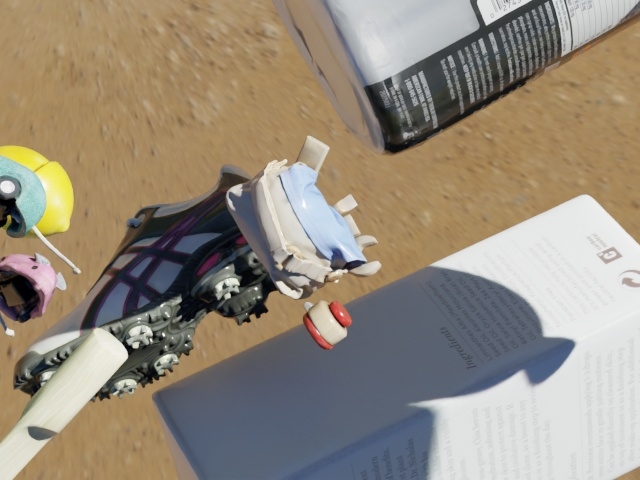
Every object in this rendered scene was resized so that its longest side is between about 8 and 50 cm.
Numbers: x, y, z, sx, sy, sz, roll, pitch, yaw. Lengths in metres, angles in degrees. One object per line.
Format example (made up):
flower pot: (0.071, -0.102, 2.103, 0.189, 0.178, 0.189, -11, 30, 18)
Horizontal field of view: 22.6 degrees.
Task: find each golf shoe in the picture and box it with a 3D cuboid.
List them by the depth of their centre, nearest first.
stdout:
golf shoe: (-0.147, 0.044, 1.371, 0.273, 0.105, 0.120, -30, 59, -2)

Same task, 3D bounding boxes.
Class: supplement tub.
supplement tub: (0.137, -0.222, 1.132, 0.338, 0.207, 0.207, -30, 103, -5)

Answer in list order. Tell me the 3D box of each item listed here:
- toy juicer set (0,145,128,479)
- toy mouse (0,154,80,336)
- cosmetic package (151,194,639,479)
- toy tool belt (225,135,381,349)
toy juicer set: (-0.239, 0.025, 1.012, 0.209, 0.089, 0.329, -30, 126, -1)
toy mouse: (-0.174, -0.005, 0.896, 0.031, 0.143, 0.161, -43, 130, -36)
cosmetic package: (0.099, 0.165, 1.465, 0.453, 0.161, 0.230, -24, 135, -14)
toy tool belt: (0.000, 0.000, 0.697, 0.051, 0.052, 0.083, -35, 78, 10)
